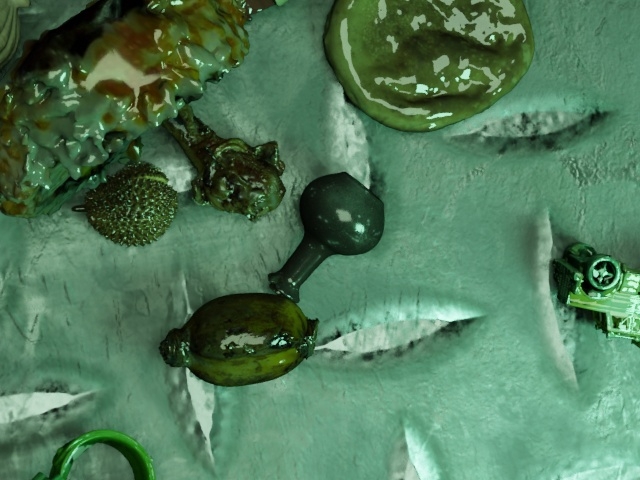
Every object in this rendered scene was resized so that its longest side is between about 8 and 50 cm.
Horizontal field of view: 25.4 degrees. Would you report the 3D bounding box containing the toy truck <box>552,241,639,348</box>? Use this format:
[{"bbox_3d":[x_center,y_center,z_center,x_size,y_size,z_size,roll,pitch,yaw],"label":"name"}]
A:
[{"bbox_3d":[0.443,0.089,1.920,0.259,0.128,0.135,14,98,-9],"label":"toy truck"}]

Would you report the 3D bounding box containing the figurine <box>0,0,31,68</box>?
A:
[{"bbox_3d":[-0.531,-0.279,1.736,0.332,0.185,0.205,11,120,-14],"label":"figurine"}]

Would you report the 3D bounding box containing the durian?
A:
[{"bbox_3d":[-0.252,-0.047,1.828,0.140,0.071,0.111,-5,87,-5],"label":"durian"}]

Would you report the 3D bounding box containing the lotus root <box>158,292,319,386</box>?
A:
[{"bbox_3d":[-0.104,0.128,1.821,0.209,0.120,0.120,-5,87,-11],"label":"lotus root"}]

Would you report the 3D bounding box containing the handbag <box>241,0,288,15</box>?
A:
[{"bbox_3d":[-0.150,-0.380,1.841,0.213,0.127,0.235,-38,106,-9],"label":"handbag"}]

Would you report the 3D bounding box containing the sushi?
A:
[{"bbox_3d":[-0.255,-0.175,1.670,0.417,0.417,0.176,-42,97,-10],"label":"sushi"}]

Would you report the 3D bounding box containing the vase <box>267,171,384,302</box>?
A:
[{"bbox_3d":[0.000,0.000,1.854,0.120,0.120,0.183,40,96,-6],"label":"vase"}]

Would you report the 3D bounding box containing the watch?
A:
[{"bbox_3d":[-0.280,0.328,1.787,0.152,0.131,0.165,-32,88,-29],"label":"watch"}]

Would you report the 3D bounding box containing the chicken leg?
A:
[{"bbox_3d":[-0.134,-0.103,1.855,0.196,0.080,0.125,26,72,0],"label":"chicken leg"}]

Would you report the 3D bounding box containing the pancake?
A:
[{"bbox_3d":[0.145,-0.286,1.923,0.294,0.049,0.295,1,85,-10],"label":"pancake"}]
